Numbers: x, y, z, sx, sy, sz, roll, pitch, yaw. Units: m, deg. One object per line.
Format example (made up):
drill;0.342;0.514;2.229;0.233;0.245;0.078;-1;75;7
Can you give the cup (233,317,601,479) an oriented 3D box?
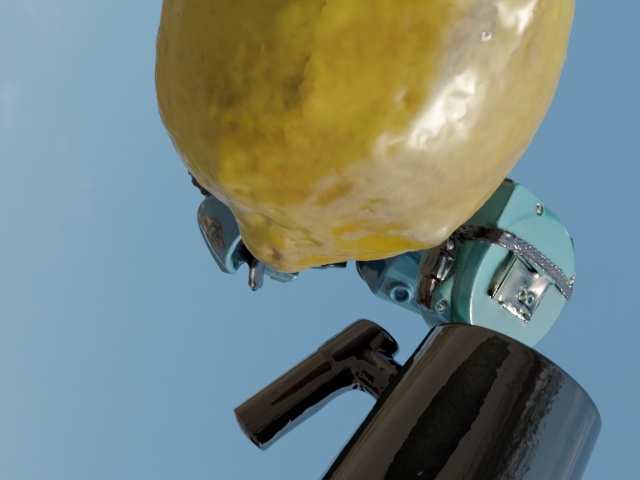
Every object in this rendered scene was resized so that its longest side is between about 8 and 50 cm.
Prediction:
cup;0.061;0.146;0.755;0.177;0.239;0.166;-55;176;-23

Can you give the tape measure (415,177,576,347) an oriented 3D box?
tape measure;0.133;0.026;0.851;0.081;0.146;0.125;23;-99;50

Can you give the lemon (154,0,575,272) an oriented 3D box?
lemon;0.024;-0.117;0.620;0.233;0.233;0.288;29;-78;51

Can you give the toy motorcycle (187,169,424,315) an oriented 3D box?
toy motorcycle;0.000;0.000;1.469;0.172;0.416;0.232;-59;-172;33
